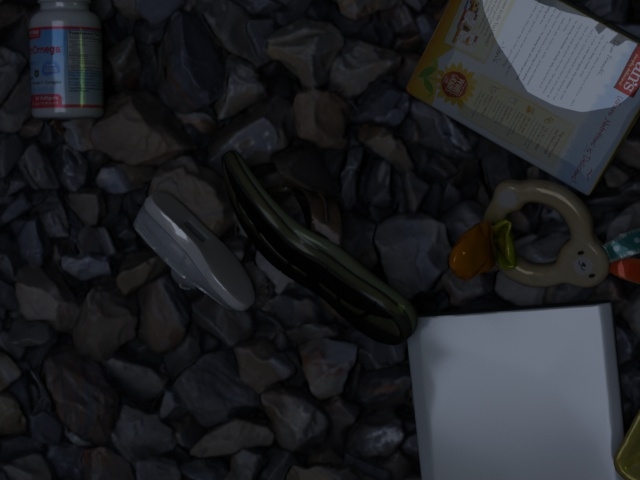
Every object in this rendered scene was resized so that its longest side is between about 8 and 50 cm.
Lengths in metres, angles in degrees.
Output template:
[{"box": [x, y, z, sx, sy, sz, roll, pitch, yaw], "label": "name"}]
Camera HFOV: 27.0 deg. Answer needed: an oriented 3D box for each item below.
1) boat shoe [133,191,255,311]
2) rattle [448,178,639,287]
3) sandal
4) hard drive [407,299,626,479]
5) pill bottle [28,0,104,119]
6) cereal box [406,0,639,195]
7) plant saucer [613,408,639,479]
[{"box": [-0.155, 0.025, 1.597, 0.184, 0.066, 0.063, 44, 119, 7], "label": "boat shoe"}, {"box": [0.258, 0.016, 1.430, 0.199, 0.143, 0.130, 28, 102, 14], "label": "rattle"}, {"box": [0.001, 0.001, 1.535, 0.303, 0.120, 0.086, 40, 69, 13], "label": "sandal"}, {"box": [0.228, 0.251, 1.506, 0.233, 0.047, 0.353, -5, 93, 17], "label": "hard drive"}, {"box": [-0.307, -0.227, 1.608, 0.087, 0.087, 0.160, 0, 94, 17], "label": "pill bottle"}, {"box": [0.235, -0.182, 1.460, 0.240, 0.047, 0.173, 32, 111, 11], "label": "cereal box"}, {"box": [0.528, 0.169, 1.392, 0.333, 0.081, 0.333, 27, 102, 13], "label": "plant saucer"}]
